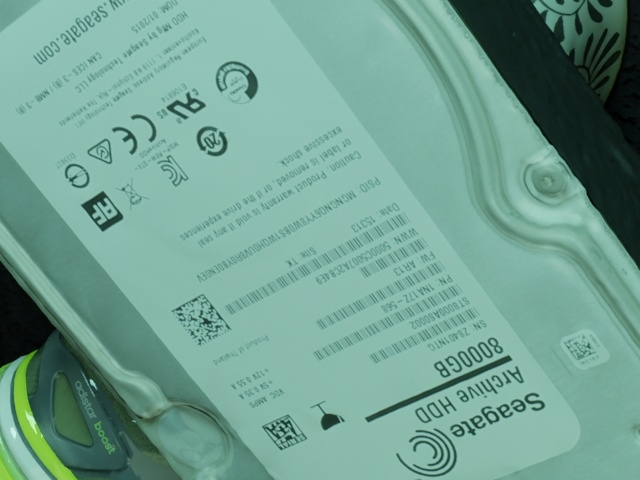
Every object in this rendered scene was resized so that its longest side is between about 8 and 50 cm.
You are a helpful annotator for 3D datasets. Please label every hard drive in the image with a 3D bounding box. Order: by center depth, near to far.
[{"bbox_3d":[0.000,0.000,0.581,0.237,0.064,0.339,-28,107,35],"label":"hard drive"}]

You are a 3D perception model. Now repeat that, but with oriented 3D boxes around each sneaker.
[{"bbox_3d":[-0.032,0.144,0.733,0.300,0.111,0.121,41,118,-4],"label":"sneaker"}]

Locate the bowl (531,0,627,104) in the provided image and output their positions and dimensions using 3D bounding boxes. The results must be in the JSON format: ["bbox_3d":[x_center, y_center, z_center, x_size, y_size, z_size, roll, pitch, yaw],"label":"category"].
[{"bbox_3d":[0.032,-0.081,0.609,0.170,0.080,0.170,10,118,18],"label":"bowl"}]
